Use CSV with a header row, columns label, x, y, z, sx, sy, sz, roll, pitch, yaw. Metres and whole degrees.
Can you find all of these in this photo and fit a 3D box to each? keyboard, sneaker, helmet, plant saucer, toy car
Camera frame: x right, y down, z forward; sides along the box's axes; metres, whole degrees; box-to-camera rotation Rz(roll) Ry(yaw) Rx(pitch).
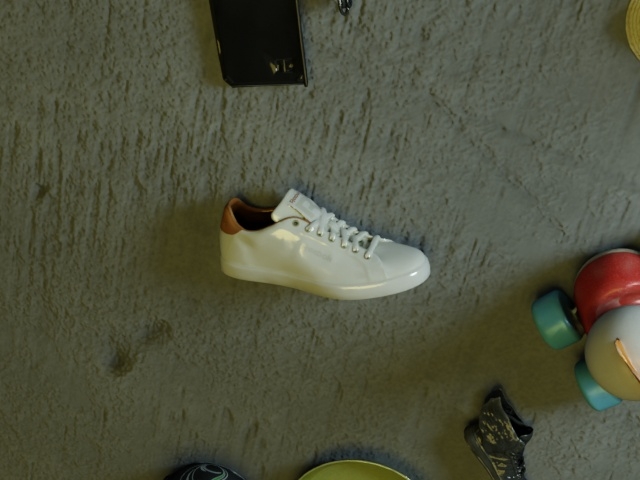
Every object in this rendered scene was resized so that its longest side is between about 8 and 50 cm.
label,x,y,z,sx,sy,sz,roll,pitch,yaw
keyboard,-0.050,-0.342,1.264,0.201,0.033,0.317,2,116,20
sneaker,0.000,0.000,1.365,0.290,0.106,0.123,5,118,13
helmet,-0.187,0.434,1.582,0.169,0.161,0.169,6,116,12
plant saucer,0.066,0.424,1.584,0.241,0.037,0.241,5,116,11
toy car,0.389,0.139,1.256,0.219,0.238,0.210,-30,104,25
sneaker,0.268,0.292,1.463,0.089,0.051,0.170,-34,99,30

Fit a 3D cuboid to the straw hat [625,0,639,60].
label,x,y,z,sx,sy,sz,roll,pitch,yaw
straw hat,0.416,-0.246,1.171,0.144,0.061,0.144,5,115,11
